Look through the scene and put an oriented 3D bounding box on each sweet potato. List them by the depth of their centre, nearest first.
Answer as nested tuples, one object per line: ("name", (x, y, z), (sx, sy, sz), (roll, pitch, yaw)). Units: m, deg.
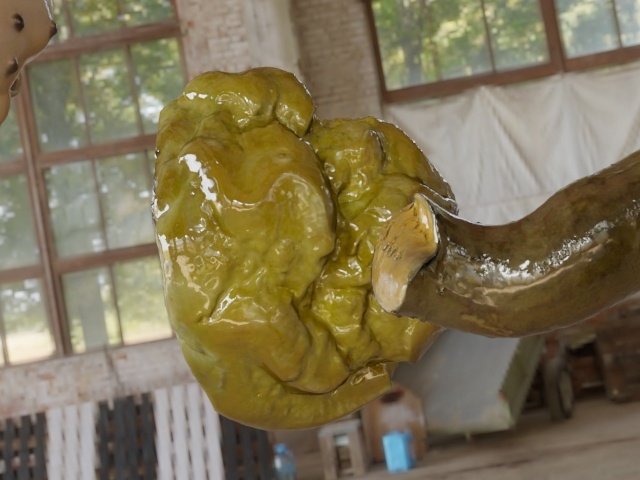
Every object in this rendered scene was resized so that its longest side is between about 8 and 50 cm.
("sweet potato", (0.166, -0.017, 0.699), (0.286, 0.112, 0.085), (-25, -17, -8))

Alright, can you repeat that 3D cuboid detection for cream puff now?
("cream puff", (0.000, -0.001, 1.021), (0.257, 0.324, 0.291), (-9, 10, 1))

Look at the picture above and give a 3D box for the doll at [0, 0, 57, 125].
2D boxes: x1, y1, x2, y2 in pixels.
("doll", (-0.239, -0.193, 0.642), (0.119, 0.278, 0.154), (-7, 31, 18))
